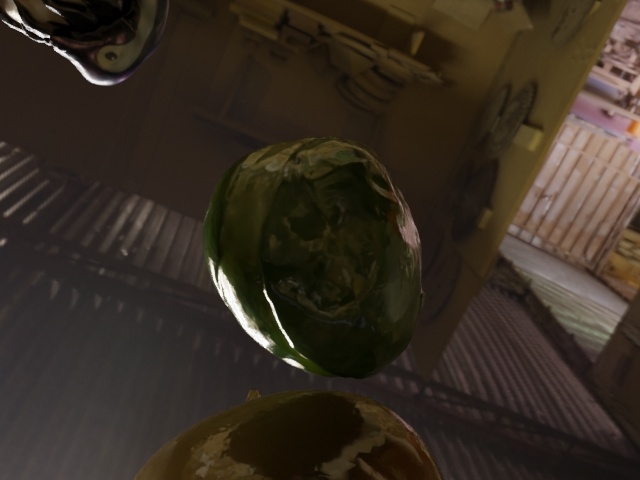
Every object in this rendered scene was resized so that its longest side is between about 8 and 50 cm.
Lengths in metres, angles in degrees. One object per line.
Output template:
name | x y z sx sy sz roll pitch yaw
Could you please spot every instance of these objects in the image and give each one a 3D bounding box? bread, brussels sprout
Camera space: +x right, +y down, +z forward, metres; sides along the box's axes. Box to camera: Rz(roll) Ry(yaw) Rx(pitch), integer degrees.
bread | -0.024 0.353 0.852 0.376 0.253 0.348 -3 -143 -44
brussels sprout | 0.000 0.000 0.931 0.315 0.276 0.371 40 -148 -37

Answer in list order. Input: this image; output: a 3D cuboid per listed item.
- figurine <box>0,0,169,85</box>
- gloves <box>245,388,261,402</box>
figurine | -0.205 -0.223 0.505 0.222 0.145 0.145 55 173 -36
gloves | -0.139 0.350 1.123 0.164 0.203 0.124 4 179 18
